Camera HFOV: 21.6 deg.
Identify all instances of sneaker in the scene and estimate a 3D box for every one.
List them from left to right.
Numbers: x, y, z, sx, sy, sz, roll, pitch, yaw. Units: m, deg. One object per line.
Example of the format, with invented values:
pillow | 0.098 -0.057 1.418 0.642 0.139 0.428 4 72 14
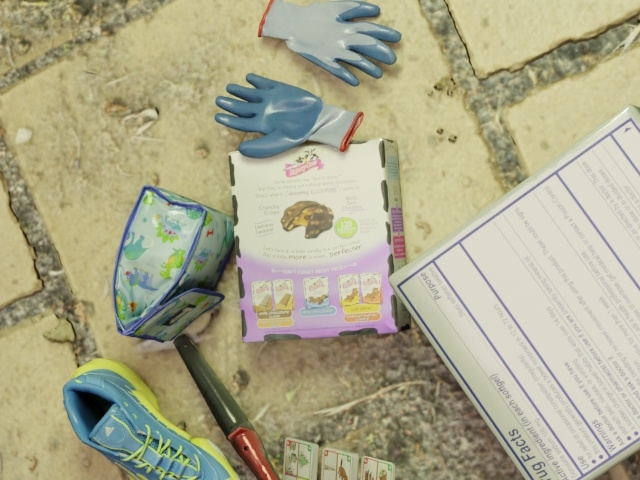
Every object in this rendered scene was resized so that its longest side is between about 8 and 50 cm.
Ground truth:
sneaker | -0.182 0.222 1.730 0.240 0.126 0.091 41 101 12

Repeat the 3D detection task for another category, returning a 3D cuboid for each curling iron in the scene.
curling iron | -0.088 0.213 1.724 0.068 0.035 0.274 -20 69 -17

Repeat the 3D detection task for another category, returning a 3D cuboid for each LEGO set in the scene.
LEGO set | 0.026 0.330 1.688 0.182 0.060 0.244 4 91 54

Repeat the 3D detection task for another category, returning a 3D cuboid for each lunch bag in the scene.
lunch bag | -0.153 0.031 1.713 0.096 0.129 0.151 23 90 16

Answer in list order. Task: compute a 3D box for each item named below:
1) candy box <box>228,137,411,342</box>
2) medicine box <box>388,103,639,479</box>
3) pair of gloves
candy box | 0.000 0.000 1.705 0.165 0.070 0.196 -4 90 16
medicine box | 0.261 0.061 1.591 0.289 0.149 0.263 -36 81 14
pair of gloves | -0.015 -0.163 1.700 0.159 0.023 0.198 17 70 22
